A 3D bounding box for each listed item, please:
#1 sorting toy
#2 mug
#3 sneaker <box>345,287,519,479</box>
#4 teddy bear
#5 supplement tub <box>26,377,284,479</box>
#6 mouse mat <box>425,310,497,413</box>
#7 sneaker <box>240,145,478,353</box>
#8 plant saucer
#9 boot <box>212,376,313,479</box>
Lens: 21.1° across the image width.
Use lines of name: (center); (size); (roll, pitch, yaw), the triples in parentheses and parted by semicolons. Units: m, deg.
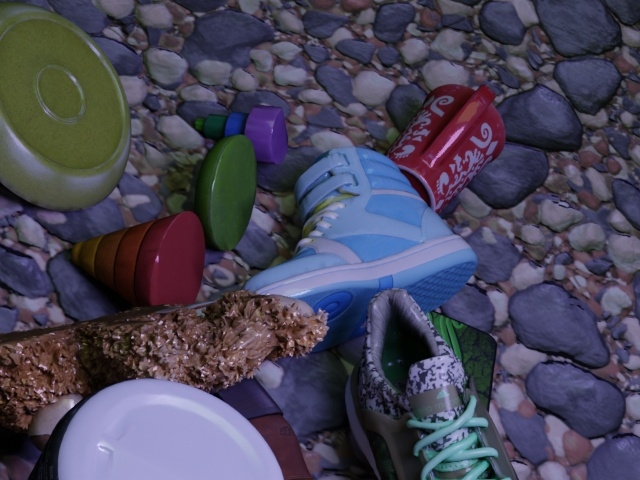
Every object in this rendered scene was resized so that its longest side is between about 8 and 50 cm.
sorting toy: (-0.154, -0.046, 1.845); (0.126, 0.127, 0.365); (9, 36, 18)
mug: (0.132, -0.110, 2.019); (0.113, 0.150, 0.169); (20, 43, 23)
sneaker: (0.113, 0.200, 1.627); (0.158, 0.182, 0.410); (-21, 42, -9)
teddy bear: (-0.155, 0.118, 1.587); (0.338, 0.245, 0.113); (-12, 93, -38)
supplement tub: (-0.167, 0.269, 1.366); (0.194, 0.316, 0.193); (15, 46, -17)
mouse mat: (0.119, 0.146, 1.873); (0.153, 0.007, 0.189); (23, 43, -10)
sneaker: (0.000, 0.000, 1.856); (0.319, 0.127, 0.208); (-11, 56, -43)
plant saucer: (-0.284, -0.149, 1.813); (0.241, 0.037, 0.241); (25, 53, -39)
boot: (-0.078, 0.290, 1.592); (0.264, 0.096, 0.280); (-20, 70, -49)
